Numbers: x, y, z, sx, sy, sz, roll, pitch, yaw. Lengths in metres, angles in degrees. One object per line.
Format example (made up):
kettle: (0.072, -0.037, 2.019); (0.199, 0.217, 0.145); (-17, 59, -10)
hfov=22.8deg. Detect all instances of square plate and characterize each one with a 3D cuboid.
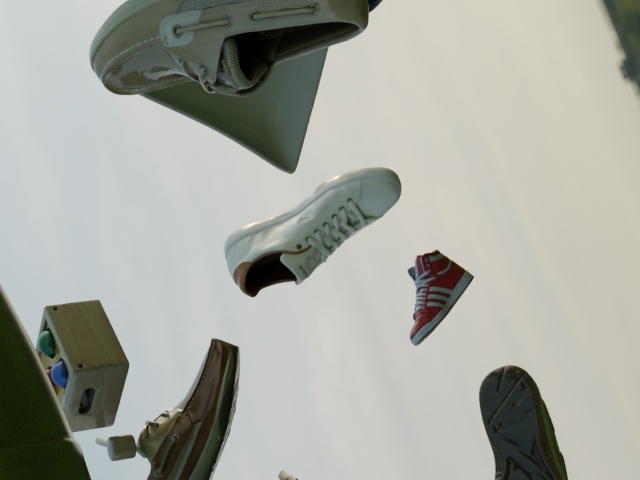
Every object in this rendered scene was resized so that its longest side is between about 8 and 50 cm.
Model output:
square plate: (-0.102, -0.295, 1.951); (0.347, 0.049, 0.344); (26, -104, -51)

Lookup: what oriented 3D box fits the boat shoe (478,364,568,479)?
boat shoe: (0.275, 0.315, 2.060); (0.098, 0.109, 0.302); (36, -140, -58)

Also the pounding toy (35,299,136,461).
pounding toy: (-0.325, 0.219, 2.158); (0.206, 0.094, 0.181); (58, 143, 38)

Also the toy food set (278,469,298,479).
toy food set: (-0.066, 0.321, 1.813); (0.019, 0.122, 0.078); (42, 169, -16)

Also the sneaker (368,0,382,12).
sneaker: (0.070, -0.534, 2.317); (0.257, 0.169, 0.448); (-103, 10, -52)

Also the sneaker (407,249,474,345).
sneaker: (0.115, 0.060, 1.756); (0.067, 0.042, 0.118); (41, -126, -1)

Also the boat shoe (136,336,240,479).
boat shoe: (-0.194, 0.286, 2.160); (0.122, 0.119, 0.324); (96, -170, -79)

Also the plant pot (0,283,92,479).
plant pot: (-0.447, 0.158, 1.658); (0.366, 0.366, 0.353); (21, -129, -72)

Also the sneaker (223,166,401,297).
sneaker: (0.000, 0.000, 2.348); (0.106, 0.290, 0.123); (53, -167, -42)

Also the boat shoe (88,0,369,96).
boat shoe: (-0.101, -0.205, 1.603); (0.121, 0.341, 0.110); (16, -119, -50)
